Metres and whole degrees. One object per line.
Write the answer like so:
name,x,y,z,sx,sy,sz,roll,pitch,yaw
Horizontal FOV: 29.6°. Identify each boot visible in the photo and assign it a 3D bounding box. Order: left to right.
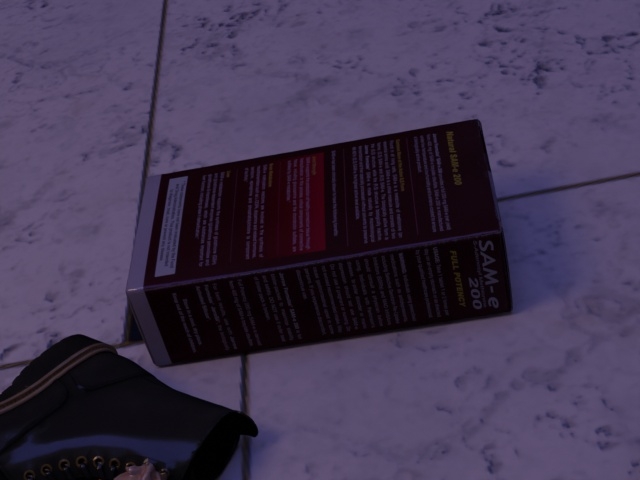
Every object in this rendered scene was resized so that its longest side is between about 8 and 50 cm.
boot,-0.143,0.137,0.685,0.137,0.077,0.198,17,48,28

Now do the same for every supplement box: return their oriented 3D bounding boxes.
supplement box,0.000,0.000,0.812,0.239,0.073,0.130,-9,38,8

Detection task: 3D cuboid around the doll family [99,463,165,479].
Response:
doll family,-0.040,0.184,0.569,0.263,0.118,0.163,-5,40,50
